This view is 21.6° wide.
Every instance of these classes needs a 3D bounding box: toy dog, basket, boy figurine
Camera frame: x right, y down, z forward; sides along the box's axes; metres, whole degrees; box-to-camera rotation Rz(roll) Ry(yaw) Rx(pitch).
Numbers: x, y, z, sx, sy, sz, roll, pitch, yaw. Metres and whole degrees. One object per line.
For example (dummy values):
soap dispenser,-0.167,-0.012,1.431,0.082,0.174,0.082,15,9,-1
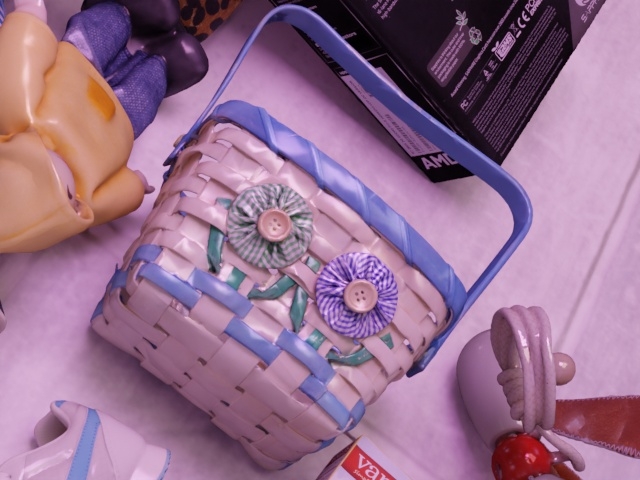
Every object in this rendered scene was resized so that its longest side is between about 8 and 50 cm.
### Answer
toy dog,0.219,0.203,1.225,0.161,0.220,0.333,-8,73,-13
basket,0.000,0.000,1.194,0.255,0.201,0.289,37,57,-7
boy figurine,-0.172,-0.089,1.162,0.177,0.092,0.285,65,24,-22

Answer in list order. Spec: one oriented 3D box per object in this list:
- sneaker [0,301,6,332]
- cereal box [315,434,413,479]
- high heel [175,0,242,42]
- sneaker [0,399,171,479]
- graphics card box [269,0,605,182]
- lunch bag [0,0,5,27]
sneaker,-0.281,0.055,1.061,0.192,0.064,0.086,-26,72,-45
cereal box,0.024,0.263,1.088,0.173,0.047,0.240,44,45,-1
high heel,-0.035,-0.245,1.430,0.261,0.093,0.186,5,90,-44
sneaker,-0.180,0.195,1.032,0.092,0.087,0.228,32,40,-3
graphics card box,0.062,-0.255,1.379,0.371,0.094,0.233,45,61,-22
lunch bag,-0.322,-0.120,1.131,0.293,0.138,0.221,15,54,-43
